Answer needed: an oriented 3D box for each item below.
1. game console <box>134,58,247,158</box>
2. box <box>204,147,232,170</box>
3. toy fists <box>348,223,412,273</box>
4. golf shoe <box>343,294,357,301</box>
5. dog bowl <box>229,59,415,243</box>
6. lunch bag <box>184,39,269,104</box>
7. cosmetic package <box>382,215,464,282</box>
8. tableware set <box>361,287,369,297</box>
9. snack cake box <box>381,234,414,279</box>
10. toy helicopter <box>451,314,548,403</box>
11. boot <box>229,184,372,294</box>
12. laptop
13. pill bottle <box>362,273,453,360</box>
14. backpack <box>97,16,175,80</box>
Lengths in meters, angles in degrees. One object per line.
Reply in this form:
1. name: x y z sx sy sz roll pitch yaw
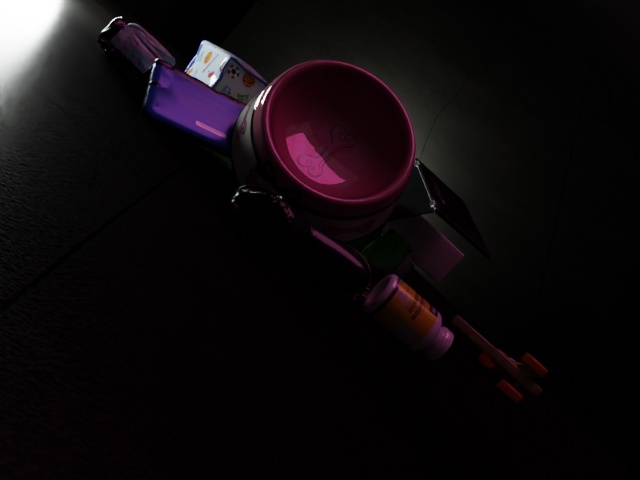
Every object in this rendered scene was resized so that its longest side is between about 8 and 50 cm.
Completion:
1. game console: -0.284 -0.271 1.363 0.293 0.173 0.250 22 49 -29
2. box: -0.239 -0.227 1.501 0.109 0.042 0.178 39 8 -4
3. toy fists: 0.173 0.007 1.918 0.279 0.142 0.096 49 -4 42
4. golf shoe: 0.045 0.069 1.215 0.094 0.077 0.198 30 2 -5
5. dog bowl: 0.021 -0.203 1.261 0.408 0.408 0.150 42 -26 -2
6. lunch bag: -0.309 -0.558 2.294 0.385 0.239 0.328 26 14 -40
7. cosmetic package: 0.346 -0.026 2.235 0.365 0.155 0.197 39 7 -15
8. tableware set: 0.134 0.139 1.404 0.104 0.024 0.154 35 10 -43
9. snack cake box: 0.226 0.045 2.151 0.152 0.089 0.264 45 8 31
10. toy helicopter: 0.572 0.370 1.916 0.355 0.140 0.235 44 5 30
11. boot: -0.033 0.005 1.030 0.246 0.094 0.207 37 2 16
12. laptop: 0.304 -0.089 1.960 0.408 0.236 0.382 38 24 -21
13. pill bottle: 0.185 0.163 1.225 0.184 0.103 0.103 41 8 -7
14. backpack: -0.462 -0.473 1.489 0.182 0.115 0.152 42 5 -24
